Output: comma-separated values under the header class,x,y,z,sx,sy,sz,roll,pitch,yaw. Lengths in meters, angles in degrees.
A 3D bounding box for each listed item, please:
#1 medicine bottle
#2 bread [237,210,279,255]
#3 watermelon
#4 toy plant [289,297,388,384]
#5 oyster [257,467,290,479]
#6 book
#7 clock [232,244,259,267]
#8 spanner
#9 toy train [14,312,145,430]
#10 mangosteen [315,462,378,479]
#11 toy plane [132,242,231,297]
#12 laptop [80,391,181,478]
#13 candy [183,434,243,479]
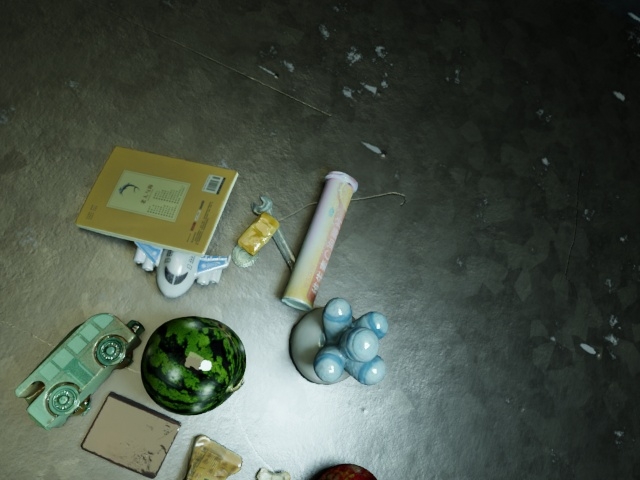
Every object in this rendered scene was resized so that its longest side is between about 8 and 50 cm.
class,x,y,z,sx,sy,sz,roll,pitch,yaw
medicine bottle,0.000,0.000,1.560,0.108,0.108,0.426,23,70,-10
bread,-0.183,-0.019,1.533,0.074,0.053,0.132,42,75,-1
watermelon,-0.321,0.312,1.313,0.268,0.269,0.269,4,76,-15
toy plant,0.063,0.278,1.400,0.247,0.332,0.247,5,75,-18
oyster,-0.124,0.691,1.389,0.103,0.051,0.148,8,59,-12
book,-0.445,-0.115,1.417,0.388,0.032,0.269,14,67,12
clock,-0.224,0.041,1.543,0.074,0.010,0.083,39,70,-5
spanner,-0.119,0.000,1.582,0.071,0.017,0.302,-28,85,-21
toy train,-0.593,0.314,1.307,0.159,0.129,0.326,41,70,3
mangosteen,0.080,0.723,1.369,0.215,0.215,0.258,-32,110,-21
toy plane,-0.382,0.028,1.443,0.266,0.122,0.267,3,78,-14
laptop,-0.487,0.504,1.345,0.207,0.026,0.154,27,73,-7
candy,-0.308,0.650,1.325,0.143,0.101,0.271,25,65,-3
